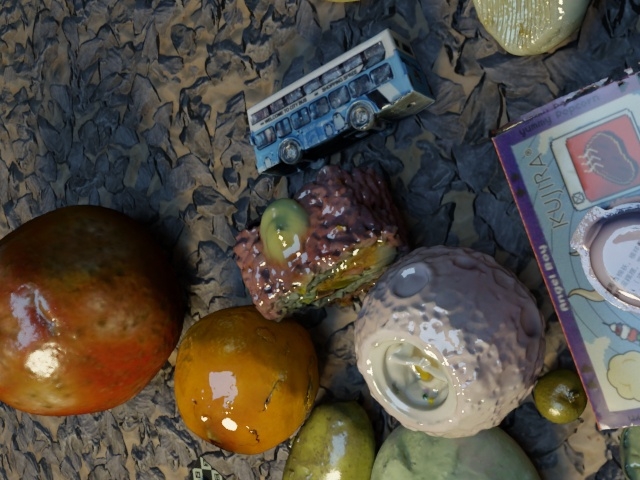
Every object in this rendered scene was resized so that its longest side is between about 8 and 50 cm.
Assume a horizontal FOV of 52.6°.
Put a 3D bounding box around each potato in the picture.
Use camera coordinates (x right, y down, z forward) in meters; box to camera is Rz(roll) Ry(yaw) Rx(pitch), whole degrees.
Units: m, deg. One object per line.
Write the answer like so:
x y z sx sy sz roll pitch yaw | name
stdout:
0.015 0.372 1.079 0.149 0.113 0.252 27 99 34 | potato

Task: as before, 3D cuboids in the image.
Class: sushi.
0.000 0.000 0.994 0.270 0.236 0.171 -33 66 30 | sushi
-0.228 0.514 1.287 0.126 0.026 0.120 32 110 27 | sushi

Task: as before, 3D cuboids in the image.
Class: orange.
-0.119 0.228 1.071 0.246 0.246 0.246 2 95 32 | orange

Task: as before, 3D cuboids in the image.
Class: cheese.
0.326 0.033 0.601 0.190 0.042 0.105 36 114 25 | cheese

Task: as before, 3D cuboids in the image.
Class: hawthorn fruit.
-0.480 0.126 1.211 0.402 0.402 0.403 2 95 32 | hawthorn fruit

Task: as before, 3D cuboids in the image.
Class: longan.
0.331 0.213 0.885 0.075 0.083 0.075 1 80 -4 | longan

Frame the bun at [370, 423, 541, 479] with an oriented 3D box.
0.180 0.394 0.934 0.283 0.179 0.284 5 99 33 | bun

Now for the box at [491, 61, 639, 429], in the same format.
0.417 -0.014 0.714 0.318 0.256 0.349 -21 82 32 | box

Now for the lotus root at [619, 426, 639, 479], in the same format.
0.479 0.276 0.785 0.203 0.078 0.183 -28 52 15 | lotus root

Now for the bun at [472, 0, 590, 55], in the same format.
0.288 -0.342 0.861 0.183 0.102 0.184 45 147 41 | bun

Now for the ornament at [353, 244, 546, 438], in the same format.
0.177 0.132 0.886 0.259 0.225 0.260 23 129 31 | ornament

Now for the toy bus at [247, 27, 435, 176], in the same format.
0.023 -0.207 1.037 0.297 0.106 0.131 -22 80 30 | toy bus
